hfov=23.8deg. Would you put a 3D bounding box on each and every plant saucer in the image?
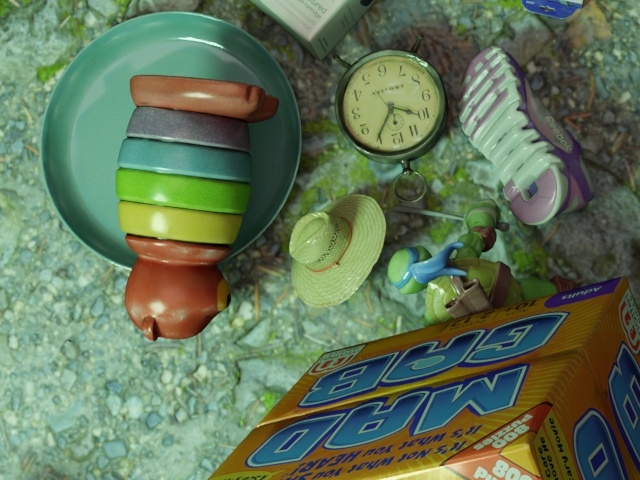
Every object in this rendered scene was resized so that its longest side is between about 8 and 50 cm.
[{"bbox_3d":[-0.176,-0.114,1.808,0.317,0.044,0.318,-1,82,7],"label":"plant saucer"}]

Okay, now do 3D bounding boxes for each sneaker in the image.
[{"bbox_3d":[0.240,-0.117,1.731,0.095,0.104,0.236,-49,52,40],"label":"sneaker"}]

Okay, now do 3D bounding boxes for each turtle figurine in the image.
[{"bbox_3d":[0.185,0.067,1.702,0.266,0.275,0.198,23,62,-9],"label":"turtle figurine"}]

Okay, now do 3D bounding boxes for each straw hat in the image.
[{"bbox_3d":[0.000,0.000,1.721,0.144,0.061,0.144,-22,56,35],"label":"straw hat"}]

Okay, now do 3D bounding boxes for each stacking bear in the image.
[{"bbox_3d":[-0.151,-0.031,1.699,0.164,0.175,0.289,7,91,7],"label":"stacking bear"}]

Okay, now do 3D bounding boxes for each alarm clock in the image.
[{"bbox_3d":[0.087,-0.135,1.762,0.129,0.064,0.192,-12,78,6],"label":"alarm clock"}]

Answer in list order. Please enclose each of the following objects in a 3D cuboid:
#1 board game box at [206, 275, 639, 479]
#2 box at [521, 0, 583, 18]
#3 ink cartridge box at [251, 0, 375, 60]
[{"bbox_3d":[0.149,0.296,1.440,0.356,0.356,0.356,-17,103,29],"label":"board game box"},{"bbox_3d":[0.280,-0.331,1.781,0.081,0.028,0.136,13,82,10],"label":"box"},{"bbox_3d":[0.011,-0.361,1.786,0.172,0.100,0.237,42,90,11],"label":"ink cartridge box"}]
